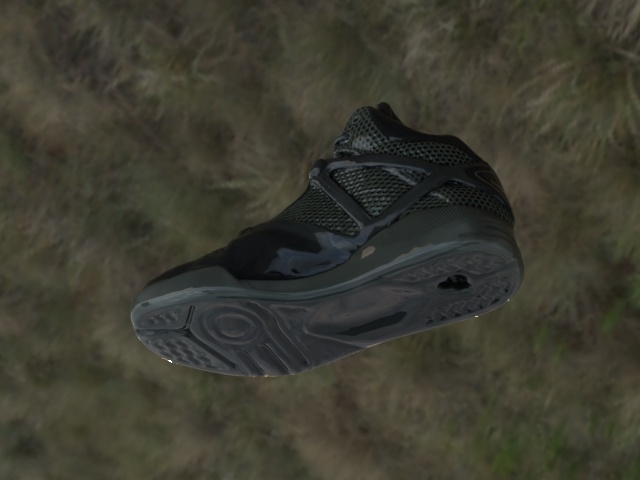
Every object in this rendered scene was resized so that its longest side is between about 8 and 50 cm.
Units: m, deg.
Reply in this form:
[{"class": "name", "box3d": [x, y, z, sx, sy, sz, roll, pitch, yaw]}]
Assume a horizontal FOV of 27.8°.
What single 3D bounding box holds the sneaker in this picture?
[{"class": "sneaker", "box3d": [0.000, 0.000, 0.750, 0.228, 0.130, 0.087, -18, 133, 17]}]
